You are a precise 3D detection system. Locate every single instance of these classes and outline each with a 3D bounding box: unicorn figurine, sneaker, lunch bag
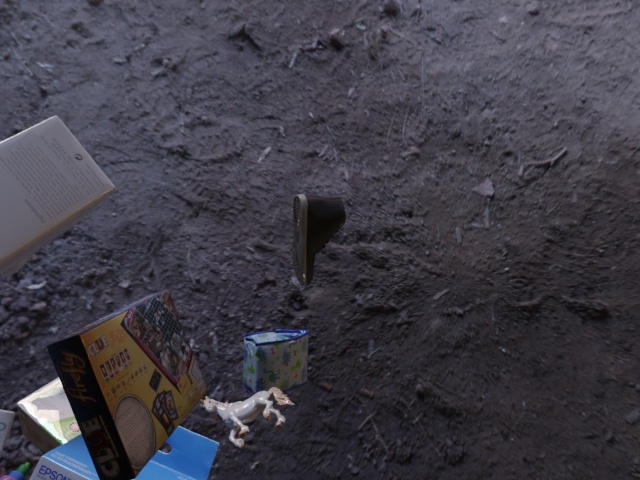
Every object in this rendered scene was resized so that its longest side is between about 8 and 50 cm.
[{"bbox_3d":[-0.134,0.295,0.950,0.162,0.111,0.060,-9,116,-23],"label":"unicorn figurine"},{"bbox_3d":[0.000,0.000,1.310,0.118,0.083,0.221,-3,106,-20],"label":"sneaker"},{"bbox_3d":[-0.095,0.271,1.252,0.151,0.096,0.128,-2,99,-31],"label":"lunch bag"}]

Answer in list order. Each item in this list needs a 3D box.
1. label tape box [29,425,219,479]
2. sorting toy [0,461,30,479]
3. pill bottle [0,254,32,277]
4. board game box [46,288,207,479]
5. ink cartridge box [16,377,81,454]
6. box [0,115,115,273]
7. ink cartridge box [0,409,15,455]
[{"bbox_3d":[-0.350,0.449,0.882,0.249,0.115,0.347,18,74,14],"label":"label tape box"},{"bbox_3d":[-0.907,0.522,1.433,0.366,0.126,0.127,39,113,-7],"label":"sorting toy"},{"bbox_3d":[-0.552,-0.034,0.990,0.131,0.229,0.131,-3,111,-8],"label":"pill bottle"},{"bbox_3d":[-0.225,0.165,0.694,0.042,0.243,0.165,-19,93,8],"label":"board game box"},{"bbox_3d":[-0.537,0.398,1.404,0.207,0.353,0.119,27,126,25],"label":"ink cartridge box"},{"bbox_3d":[-0.311,-0.024,0.533,0.130,0.170,0.091,-22,108,46],"label":"box"},{"bbox_3d":[-0.639,0.431,0.894,0.166,0.065,0.332,20,61,-21],"label":"ink cartridge box"}]
